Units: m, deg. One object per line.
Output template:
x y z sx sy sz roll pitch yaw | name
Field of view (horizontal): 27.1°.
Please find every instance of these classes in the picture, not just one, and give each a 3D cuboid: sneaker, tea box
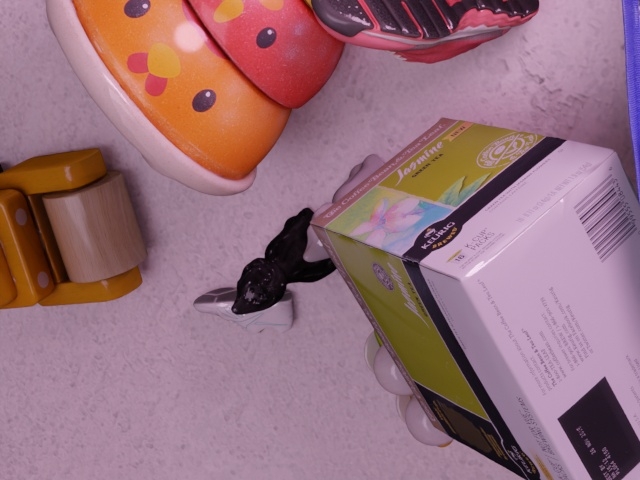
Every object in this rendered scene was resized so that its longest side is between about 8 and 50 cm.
0.102 -0.232 1.442 0.136 0.314 0.116 -43 66 44 | sneaker
0.210 0.070 1.439 0.323 0.220 0.329 21 146 59 | tea box
-0.108 0.101 1.836 0.152 0.053 0.061 3 116 25 | sneaker

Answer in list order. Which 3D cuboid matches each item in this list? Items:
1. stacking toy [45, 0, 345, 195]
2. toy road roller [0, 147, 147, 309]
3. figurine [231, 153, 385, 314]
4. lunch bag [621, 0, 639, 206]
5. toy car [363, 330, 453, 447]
-0.041 -0.310 1.515 0.480 0.350 0.350 -36 93 17 | stacking toy
-0.433 0.013 1.847 0.330 0.240 0.202 -6 109 29 | toy road roller
0.000 0.000 1.642 0.215 0.209 0.092 -38 92 34 | figurine
0.432 -0.122 1.305 0.239 0.328 0.385 4 112 23 | lunch bag
0.145 0.167 1.700 0.136 0.159 0.182 -32 96 -1 | toy car
